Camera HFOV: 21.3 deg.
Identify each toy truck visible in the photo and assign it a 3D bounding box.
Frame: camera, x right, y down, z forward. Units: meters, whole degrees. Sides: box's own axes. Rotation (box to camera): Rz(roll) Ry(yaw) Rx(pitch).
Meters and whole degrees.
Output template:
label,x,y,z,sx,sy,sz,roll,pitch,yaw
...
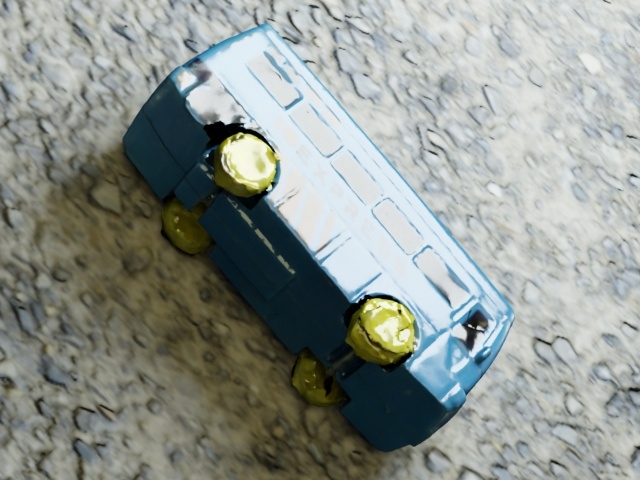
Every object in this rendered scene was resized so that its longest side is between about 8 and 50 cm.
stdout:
label,x,y,z,sx,sy,sz,roll,pitch,yaw
toy truck,0.000,0.000,1.507,0.162,0.161,0.385,-38,87,-35
